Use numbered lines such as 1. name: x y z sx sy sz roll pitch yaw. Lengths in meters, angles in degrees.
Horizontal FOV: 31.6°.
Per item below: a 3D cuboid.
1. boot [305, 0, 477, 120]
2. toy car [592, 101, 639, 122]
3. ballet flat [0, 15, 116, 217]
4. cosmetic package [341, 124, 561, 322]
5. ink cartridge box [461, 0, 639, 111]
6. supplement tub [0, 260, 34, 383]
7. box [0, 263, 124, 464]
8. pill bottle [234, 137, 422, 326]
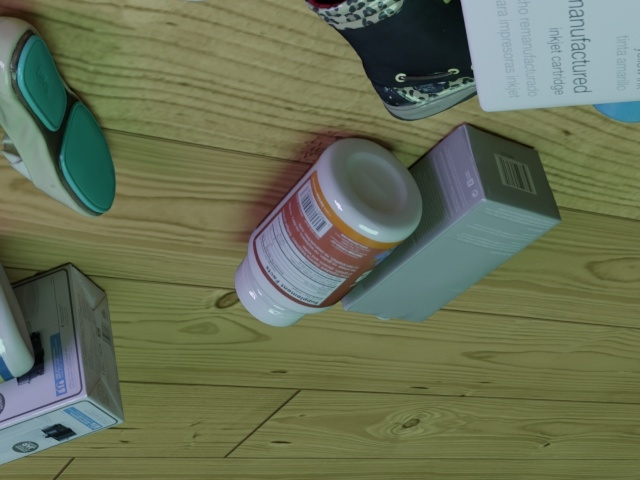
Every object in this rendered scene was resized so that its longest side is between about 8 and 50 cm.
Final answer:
1. boot: 0.119 -0.203 0.929 0.236 0.085 0.178 -27 145 19
2. toy car: 0.369 -0.164 0.896 0.210 0.238 0.219 -33 154 -28
3. ballet flat: -0.243 -0.102 0.962 0.086 0.086 0.248 -14 149 -1
4. cosmetic package: 0.130 -0.009 1.243 0.127 0.107 0.238 13 143 -39
5. ink cartridge box: 0.267 -0.224 0.633 0.384 0.160 0.279 -3 149 13
6. supplement tub: -0.400 0.097 1.119 0.199 0.144 0.144 -21 151 -11
7. box: -0.372 0.158 1.240 0.289 0.169 0.087 -19 150 10
8. pill bottle: 0.000 0.000 1.180 0.121 0.121 0.216 8 144 -33
